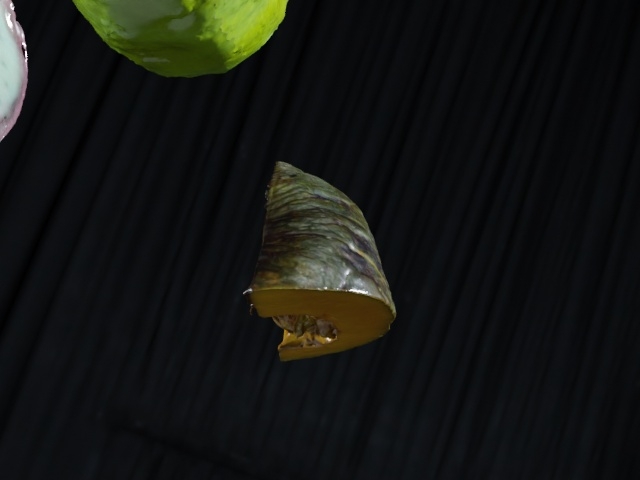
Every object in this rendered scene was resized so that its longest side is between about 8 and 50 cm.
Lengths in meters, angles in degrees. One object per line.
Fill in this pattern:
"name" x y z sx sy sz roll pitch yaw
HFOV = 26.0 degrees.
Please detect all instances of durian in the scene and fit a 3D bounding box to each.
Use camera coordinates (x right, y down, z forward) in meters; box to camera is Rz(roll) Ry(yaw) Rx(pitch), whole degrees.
"durian" -0.113 -0.269 1.196 0.204 0.256 0.339 41 -44 29

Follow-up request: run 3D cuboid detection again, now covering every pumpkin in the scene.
"pumpkin" 0.004 -0.001 1.160 0.111 0.163 0.278 -4 -15 4

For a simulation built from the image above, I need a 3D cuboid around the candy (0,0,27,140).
"candy" -0.159 -0.078 0.539 0.043 0.103 0.103 -18 -29 23
